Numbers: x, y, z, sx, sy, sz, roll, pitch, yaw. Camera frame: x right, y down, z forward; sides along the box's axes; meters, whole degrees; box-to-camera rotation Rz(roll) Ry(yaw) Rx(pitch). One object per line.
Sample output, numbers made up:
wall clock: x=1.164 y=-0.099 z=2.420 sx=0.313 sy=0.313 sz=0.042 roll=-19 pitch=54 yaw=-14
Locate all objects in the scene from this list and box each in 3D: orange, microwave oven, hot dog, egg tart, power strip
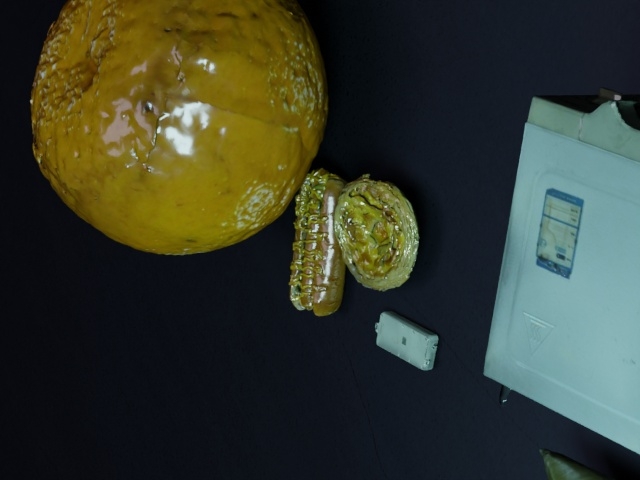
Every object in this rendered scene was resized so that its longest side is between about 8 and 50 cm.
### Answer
orange: x=-0.143 y=-0.149 z=1.981 sx=0.340 sy=0.293 sz=0.341 roll=-27 pitch=53 yaw=43
microwave oven: x=0.342 y=0.043 z=1.464 sx=0.355 sy=0.218 sz=0.286 roll=24 pitch=113 yaw=47
hot dog: x=0.000 y=0.000 z=2.013 sx=0.071 sy=0.045 sz=0.165 roll=18 pitch=107 yaw=50
egg tart: x=0.067 y=-0.009 z=1.930 sx=0.128 sy=0.049 sz=0.129 roll=15 pitch=110 yaw=47
power strip: x=0.091 y=0.106 z=1.933 sx=0.090 sy=0.016 sz=0.040 roll=27 pitch=114 yaw=47

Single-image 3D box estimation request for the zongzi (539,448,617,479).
zongzi: x=0.302 y=0.408 z=1.600 sx=0.393 sy=0.174 sz=0.356 roll=29 pitch=122 yaw=56
